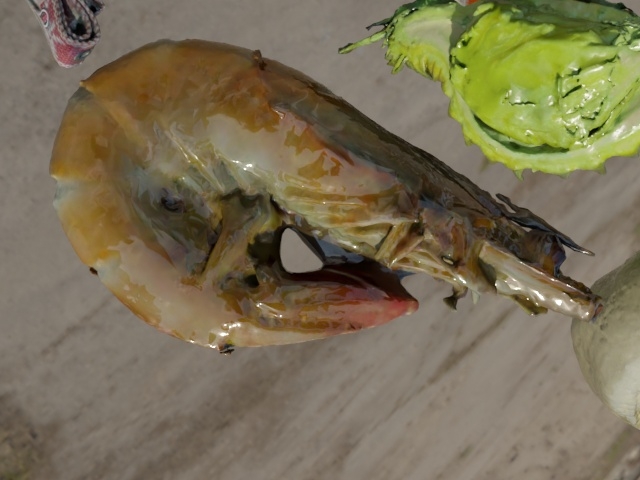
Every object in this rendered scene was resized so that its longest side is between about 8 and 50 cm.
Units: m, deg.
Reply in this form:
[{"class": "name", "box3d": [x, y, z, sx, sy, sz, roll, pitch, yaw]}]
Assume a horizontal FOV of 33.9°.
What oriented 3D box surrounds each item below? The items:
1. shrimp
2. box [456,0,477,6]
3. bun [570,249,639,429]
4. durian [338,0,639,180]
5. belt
[{"class": "shrimp", "box3d": [0.000, 0.000, 0.520, 0.152, 0.287, 0.063, -63, 178, -22]}, {"class": "box", "box3d": [0.194, -0.319, 0.689, 0.273, 0.048, 0.265, -27, 139, -19]}, {"class": "bun", "box3d": [0.259, 0.061, 0.751, 0.166, 0.113, 0.173, 6, 141, -19]}, {"class": "durian", "box3d": [0.164, -0.119, 0.775, 0.107, 0.375, 0.132, -60, 151, -31]}, {"class": "belt", "box3d": [-0.259, -0.259, 0.904, 0.053, 0.232, 0.071, -33, -178, 37]}]
